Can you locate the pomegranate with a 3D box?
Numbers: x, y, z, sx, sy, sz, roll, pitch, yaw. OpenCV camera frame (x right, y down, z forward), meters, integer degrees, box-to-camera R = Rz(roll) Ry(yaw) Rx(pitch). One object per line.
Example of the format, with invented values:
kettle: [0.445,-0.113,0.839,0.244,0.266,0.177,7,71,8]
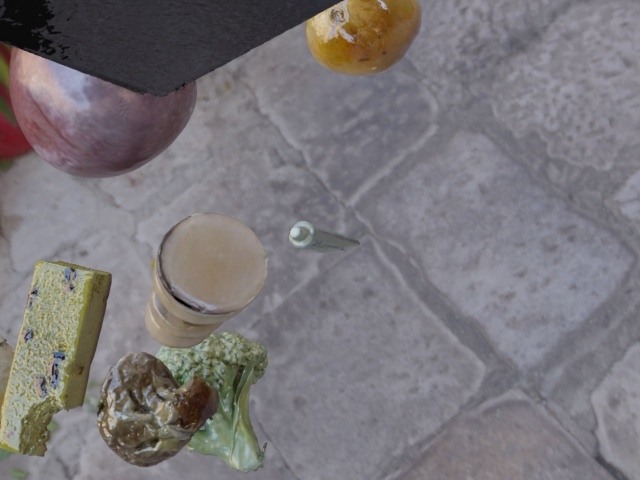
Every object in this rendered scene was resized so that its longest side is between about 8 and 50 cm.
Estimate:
pomegranate: [0.084,-0.430,1.937,0.233,0.233,0.233,-15,50,19]

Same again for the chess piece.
chess piece: [-0.174,0.071,1.340,0.261,0.142,0.143,-46,21,61]

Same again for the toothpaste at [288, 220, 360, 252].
toothpaste: [0.000,0.000,1.125,0.048,0.197,0.029,-14,81,14]

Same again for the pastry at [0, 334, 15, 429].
pastry: [-0.620,0.264,1.707,0.265,0.265,0.133,-29,50,7]

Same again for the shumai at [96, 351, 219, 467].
shumai: [-0.267,0.291,1.652,0.153,0.209,0.161,8,24,37]

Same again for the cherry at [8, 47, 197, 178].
cherry: [-0.306,-0.210,1.358,0.261,0.307,0.221,46,42,7]

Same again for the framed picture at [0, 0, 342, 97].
framed picture: [-0.099,-0.194,0.682,0.338,0.255,0.014,-19,67,38]

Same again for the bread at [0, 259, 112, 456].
bread: [-0.307,0.137,1.135,0.088,0.049,0.226,11,87,20]

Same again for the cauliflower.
cauliflower: [-0.233,0.320,1.971,0.327,0.281,0.260,-16,2,-23]
